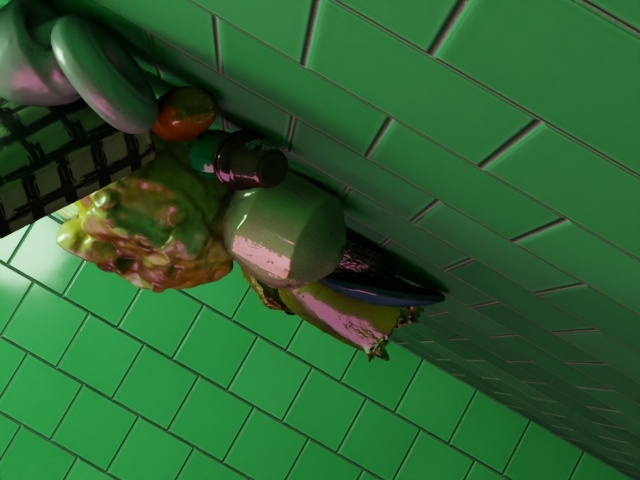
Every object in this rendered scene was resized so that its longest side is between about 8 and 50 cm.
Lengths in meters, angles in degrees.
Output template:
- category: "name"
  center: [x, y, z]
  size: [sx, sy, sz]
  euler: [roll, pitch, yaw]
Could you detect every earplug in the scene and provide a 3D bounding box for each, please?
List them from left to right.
- category: "earplug"
  center: [-0.396, -0.270, 1.542]
  size: [0.325, 0.175, 0.214]
  euler: [26, 179, 22]

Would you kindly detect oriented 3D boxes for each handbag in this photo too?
- category: "handbag"
  center: [-0.507, -0.199, 1.697]
  size: [0.327, 0.325, 0.163]
  euler: [45, 153, 30]

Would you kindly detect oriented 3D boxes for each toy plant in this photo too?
- category: "toy plant"
  center: [-0.144, -0.144, 1.674]
  size: [0.200, 0.105, 0.142]
  euler: [23, -157, 39]

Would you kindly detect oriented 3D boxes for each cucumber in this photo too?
- category: "cucumber"
  center: [0.000, 0.000, 2.104]
  size: [0.359, 0.096, 0.096]
  euler: [29, 172, 8]

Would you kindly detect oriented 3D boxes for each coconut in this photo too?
- category: "coconut"
  center: [-0.059, -0.016, 1.820]
  size: [0.241, 0.241, 0.241]
  euler: [29, 172, 4]

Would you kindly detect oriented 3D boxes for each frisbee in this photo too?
- category: "frisbee"
  center: [0.131, 0.118, 2.167]
  size: [0.289, 0.049, 0.289]
  euler: [10, -177, -1]

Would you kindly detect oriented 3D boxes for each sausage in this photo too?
- category: "sausage"
  center: [-0.233, -0.211, 1.634]
  size: [0.098, 0.098, 0.238]
  euler: [32, 171, -16]

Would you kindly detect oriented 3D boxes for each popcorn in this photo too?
- category: "popcorn"
  center: [-0.316, -0.084, 1.941]
  size: [0.344, 0.354, 0.390]
  euler: [14, -152, 26]

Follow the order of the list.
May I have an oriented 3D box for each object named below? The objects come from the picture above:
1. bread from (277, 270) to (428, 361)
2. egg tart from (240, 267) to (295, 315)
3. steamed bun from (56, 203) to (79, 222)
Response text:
- category: "bread"
  center: [0.059, 0.139, 2.433]
  size: [0.376, 0.208, 0.251]
  euler: [33, 168, 5]
- category: "egg tart"
  center: [-0.132, 0.081, 2.599]
  size: [0.095, 0.279, 0.279]
  euler: [-30, 128, 26]
- category: "steamed bun"
  center: [-0.539, -0.213, 2.311]
  size: [0.290, 0.272, 0.274]
  euler: [21, 133, 42]
